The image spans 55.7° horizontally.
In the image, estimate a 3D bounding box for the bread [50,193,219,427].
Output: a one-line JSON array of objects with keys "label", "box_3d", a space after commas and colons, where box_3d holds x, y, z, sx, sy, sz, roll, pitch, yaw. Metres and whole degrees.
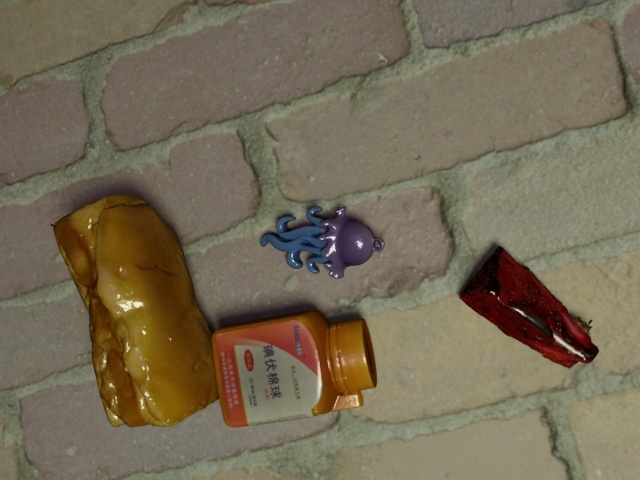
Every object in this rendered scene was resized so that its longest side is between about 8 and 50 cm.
[{"label": "bread", "box_3d": [-0.262, 0.100, 0.904, 0.148, 0.195, 0.344, -20, 85, 14]}]

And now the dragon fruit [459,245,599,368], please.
[{"label": "dragon fruit", "box_3d": [0.303, 0.093, 0.836, 0.192, 0.122, 0.092, 38, 78, 14]}]

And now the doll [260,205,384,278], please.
[{"label": "doll", "box_3d": [0.000, 0.000, 0.927, 0.205, 0.067, 0.110, 5, 100, 22]}]

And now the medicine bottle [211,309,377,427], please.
[{"label": "medicine bottle", "box_3d": [-0.035, 0.182, 0.891, 0.222, 0.112, 0.150, -11, 83, 10]}]
